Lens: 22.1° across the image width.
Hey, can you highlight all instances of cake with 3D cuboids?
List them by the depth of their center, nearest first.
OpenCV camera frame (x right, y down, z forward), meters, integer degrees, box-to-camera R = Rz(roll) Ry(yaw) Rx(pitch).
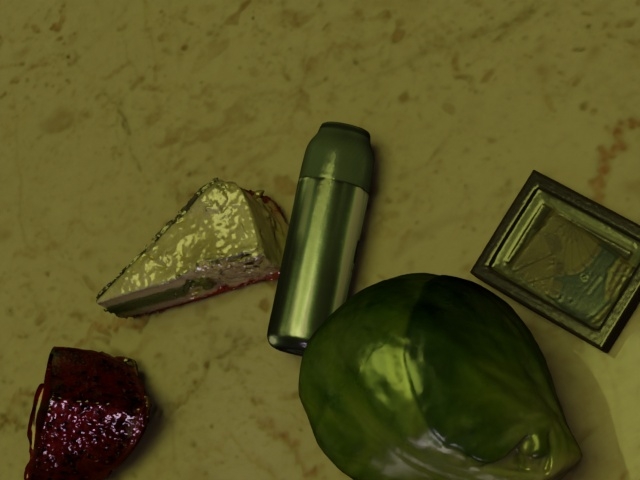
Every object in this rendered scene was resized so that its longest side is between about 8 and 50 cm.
[{"bbox_3d":[-0.147,0.004,1.841,0.220,0.086,0.116,-16,68,23],"label":"cake"}]

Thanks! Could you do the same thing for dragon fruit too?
[{"bbox_3d":[-0.266,0.211,1.851,0.127,0.120,0.161,16,111,-8],"label":"dragon fruit"}]

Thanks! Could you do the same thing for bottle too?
[{"bbox_3d":[0.000,0.000,1.776,0.096,0.079,0.253,-13,63,66],"label":"bottle"}]

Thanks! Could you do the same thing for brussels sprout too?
[{"bbox_3d":[0.120,0.154,1.585,0.271,0.219,0.210,41,112,12],"label":"brussels sprout"}]

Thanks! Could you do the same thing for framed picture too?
[{"bbox_3d":[0.252,0.019,1.664,0.168,0.023,0.128,31,90,32],"label":"framed picture"}]
